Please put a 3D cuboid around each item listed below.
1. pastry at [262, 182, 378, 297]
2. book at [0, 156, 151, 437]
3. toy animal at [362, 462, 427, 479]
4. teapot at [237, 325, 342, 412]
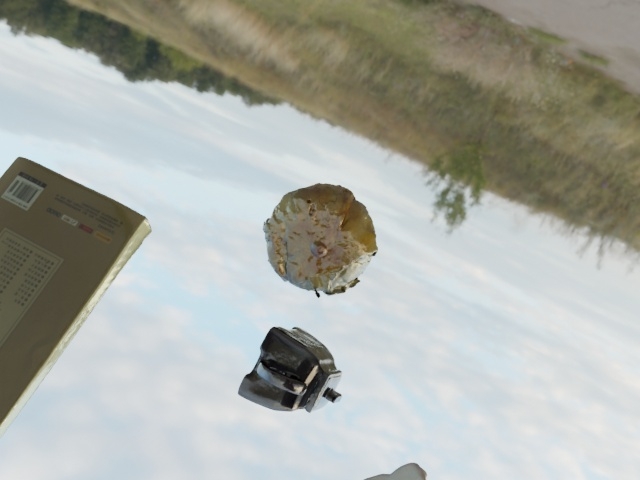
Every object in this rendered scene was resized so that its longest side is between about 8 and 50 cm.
[{"bbox_3d":[0.000,-0.003,1.033,0.153,0.153,0.081,26,-160,16],"label":"pastry"},{"bbox_3d":[-0.233,0.039,0.582,0.138,0.199,0.016,25,161,21],"label":"book"},{"bbox_3d":[0.104,0.300,0.655,0.282,0.138,0.141,38,-151,-30],"label":"toy animal"},{"bbox_3d":[-0.020,0.159,0.907,0.096,0.087,0.177,29,180,17],"label":"teapot"}]
